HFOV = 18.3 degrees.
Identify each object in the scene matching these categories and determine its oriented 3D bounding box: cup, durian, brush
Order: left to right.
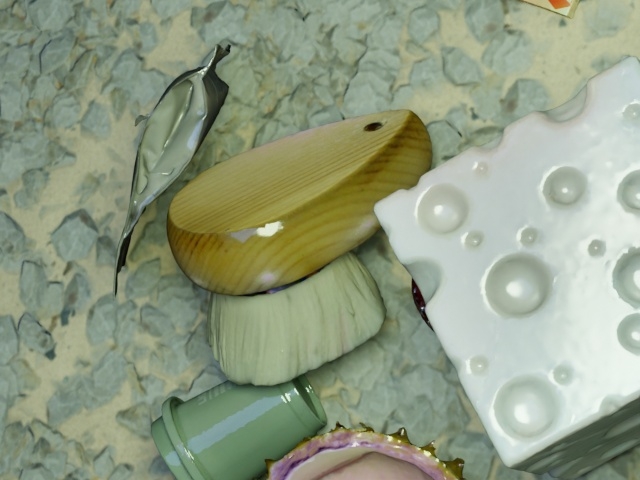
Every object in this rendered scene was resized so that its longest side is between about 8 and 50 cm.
[{"bbox_3d":[-0.072,0.171,1.844,0.141,0.120,0.120,-35,66,5],"label":"cup"},{"bbox_3d":[0.000,0.000,1.811,0.266,0.166,0.174,-28,27,-12],"label":"brush"},{"bbox_3d":[0.089,0.281,1.739,0.341,0.112,0.191,30,86,21],"label":"durian"}]

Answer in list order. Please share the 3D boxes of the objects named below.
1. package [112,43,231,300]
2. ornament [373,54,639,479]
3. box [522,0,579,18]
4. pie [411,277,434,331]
[{"bbox_3d":[-0.152,-0.077,1.886,0.062,0.204,0.251,26,96,-3],"label":"package"},{"bbox_3d":[0.224,0.032,1.610,0.240,0.239,0.240,-30,73,12],"label":"ornament"},{"bbox_3d":[0.201,-0.245,1.828,0.093,0.015,0.058,25,91,30],"label":"box"},{"bbox_3d":[0.145,0.021,1.794,0.154,0.036,0.154,-6,78,27],"label":"pie"}]
